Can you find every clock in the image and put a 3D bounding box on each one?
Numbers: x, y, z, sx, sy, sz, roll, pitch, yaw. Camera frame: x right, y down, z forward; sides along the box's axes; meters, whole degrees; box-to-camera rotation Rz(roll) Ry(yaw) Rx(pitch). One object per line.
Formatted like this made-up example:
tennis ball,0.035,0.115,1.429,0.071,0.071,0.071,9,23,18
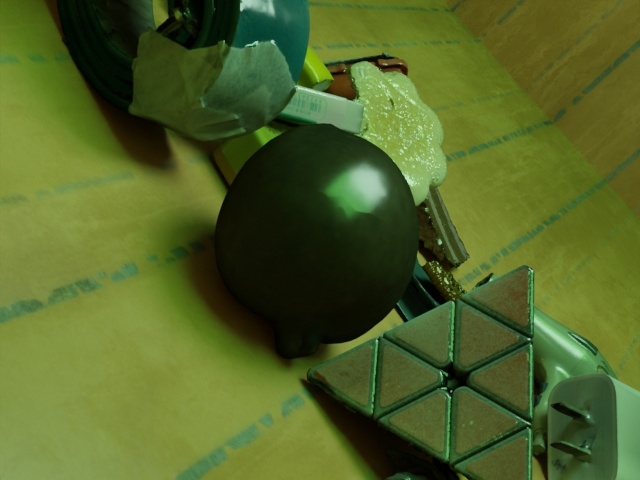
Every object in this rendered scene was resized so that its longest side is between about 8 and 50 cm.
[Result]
clock,-0.044,-0.091,1.856,0.202,0.096,0.143,13,42,-53

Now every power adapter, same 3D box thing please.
power adapter,0.421,0.303,1.924,0.255,0.124,0.187,28,55,-40

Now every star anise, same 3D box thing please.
star anise,0.143,0.313,1.542,0.204,0.061,0.181,25,30,-42

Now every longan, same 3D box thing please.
longan,0.000,0.000,1.599,0.300,0.243,0.300,8,79,-52

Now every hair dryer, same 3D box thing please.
hair dryer,0.333,0.183,2.077,0.296,0.119,0.298,54,32,15

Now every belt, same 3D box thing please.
belt,-0.191,-0.327,1.722,0.173,0.300,0.437,18,38,-48

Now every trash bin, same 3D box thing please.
trash bin,0.065,-0.169,2.094,0.184,0.161,0.239,-7,55,-8

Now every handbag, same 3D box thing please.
handbag,0.141,0.062,1.999,0.221,0.057,0.144,53,15,18

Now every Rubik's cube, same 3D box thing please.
Rubik's cube,0.165,0.195,1.592,0.233,0.228,0.229,-33,101,-50

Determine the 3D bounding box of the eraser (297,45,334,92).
eraser,-0.106,-0.273,1.978,0.226,0.158,0.069,48,24,6

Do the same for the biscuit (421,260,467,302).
biscuit,0.220,0.098,2.001,0.126,0.025,0.206,58,10,26

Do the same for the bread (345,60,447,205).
bread,0.119,-0.163,1.974,0.181,0.039,0.251,17,52,-25

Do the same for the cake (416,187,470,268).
cake,0.168,-0.082,2.235,0.295,0.113,0.116,58,24,14

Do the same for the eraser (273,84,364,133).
eraser,-0.053,-0.196,1.842,0.225,0.052,0.095,10,-2,-38
